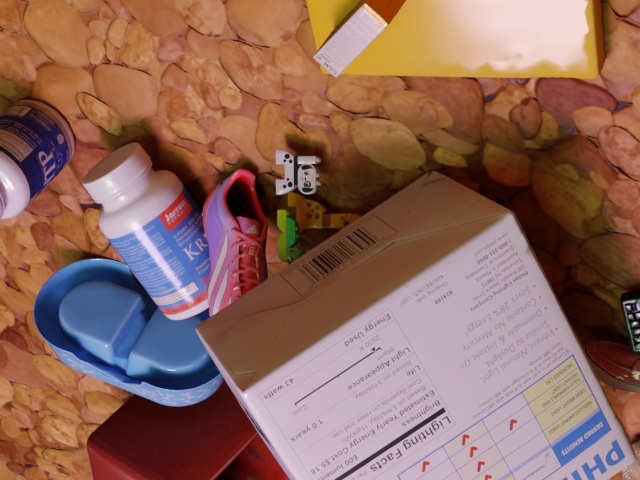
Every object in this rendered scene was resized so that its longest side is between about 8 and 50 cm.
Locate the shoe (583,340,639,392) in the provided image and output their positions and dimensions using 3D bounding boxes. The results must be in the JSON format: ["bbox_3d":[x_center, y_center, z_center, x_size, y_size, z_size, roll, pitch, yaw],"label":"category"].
[{"bbox_3d":[0.408,0.146,1.625,0.178,0.063,0.081,22,131,4],"label":"shoe"}]

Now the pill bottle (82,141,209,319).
[{"bbox_3d":[-0.213,-0.014,1.779,0.124,0.124,0.221,-18,117,37],"label":"pill bottle"}]

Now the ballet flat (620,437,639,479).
[{"bbox_3d":[0.426,0.351,1.764,0.067,0.073,0.206,47,156,51],"label":"ballet flat"}]

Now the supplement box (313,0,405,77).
[{"bbox_3d":[0.042,-0.228,1.447,0.036,0.062,0.098,41,132,-9],"label":"supplement box"}]

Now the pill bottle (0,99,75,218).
[{"bbox_3d":[-0.416,-0.094,1.779,0.112,0.186,0.112,15,132,17],"label":"pill bottle"}]

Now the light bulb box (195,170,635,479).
[{"bbox_3d":[0.111,0.176,1.575,0.361,0.358,0.225,60,173,-23],"label":"light bulb box"}]

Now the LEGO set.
[{"bbox_3d":[0.000,0.000,1.688,0.093,0.087,0.227,0,91,14],"label":"LEGO set"}]

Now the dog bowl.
[{"bbox_3d":[-0.259,0.134,1.907,0.297,0.166,0.074,20,145,12],"label":"dog bowl"}]

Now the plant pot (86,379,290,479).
[{"bbox_3d":[-0.187,0.342,1.981,0.236,0.267,0.267,22,134,28],"label":"plant pot"}]

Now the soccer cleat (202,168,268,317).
[{"bbox_3d":[-0.097,0.027,1.692,0.083,0.248,0.095,6,144,-27],"label":"soccer cleat"}]

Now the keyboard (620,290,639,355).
[{"bbox_3d":[0.437,0.074,1.552,0.180,0.023,0.108,-10,98,26],"label":"keyboard"}]

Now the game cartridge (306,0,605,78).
[{"bbox_3d":[0.128,-0.304,1.421,0.324,0.052,0.285,4,127,22],"label":"game cartridge"}]
